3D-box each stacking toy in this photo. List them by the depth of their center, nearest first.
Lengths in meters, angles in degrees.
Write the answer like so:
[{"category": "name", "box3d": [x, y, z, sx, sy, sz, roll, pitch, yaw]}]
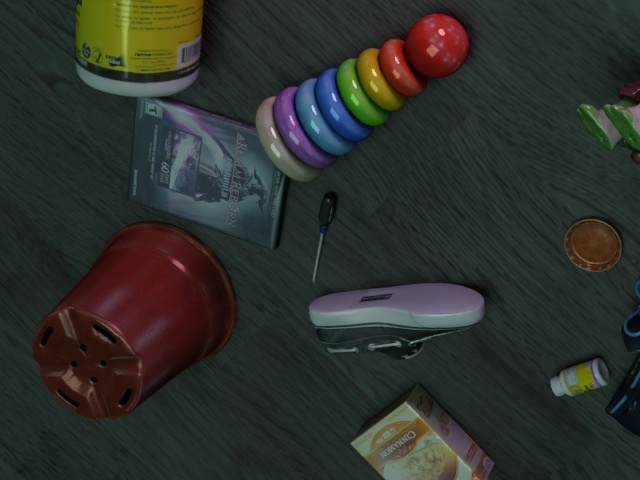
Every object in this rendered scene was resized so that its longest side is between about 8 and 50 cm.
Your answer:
[{"category": "stacking toy", "box3d": [0.068, -0.215, 1.856, 0.330, 0.141, 0.141, -30, 99, 29]}]

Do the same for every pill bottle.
[{"category": "pill bottle", "box3d": [-0.262, -0.393, 1.883, 0.188, 0.188, 0.334, 16, 119, 17]}, {"category": "pill bottle", "box3d": [0.392, 0.210, 1.959, 0.083, 0.043, 0.043, -25, 102, 32]}]

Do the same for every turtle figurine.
[{"category": "turtle figurine", "box3d": [0.436, -0.250, 1.610, 0.198, 0.266, 0.274, 43, 170, 45]}]

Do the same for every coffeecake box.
[{"category": "coffeecake box", "box3d": [0.167, 0.348, 2.116, 0.185, 0.068, 0.142, 46, 123, -2]}]

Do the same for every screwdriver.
[{"category": "screwdriver", "box3d": [0.000, 0.000, 2.051, 0.024, 0.025, 0.170, 21, 120, 15]}]

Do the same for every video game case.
[{"category": "video game case", "box3d": [-0.181, -0.112, 2.080, 0.274, 0.026, 0.196, 19, 121, 16]}]

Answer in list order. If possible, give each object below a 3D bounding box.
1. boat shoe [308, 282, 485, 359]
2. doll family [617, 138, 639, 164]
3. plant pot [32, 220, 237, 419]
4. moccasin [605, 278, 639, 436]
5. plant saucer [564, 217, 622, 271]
[{"category": "boat shoe", "box3d": [0.123, 0.135, 2.011, 0.301, 0.108, 0.102, -6, 111, 30]}, {"category": "doll family", "box3d": [0.495, -0.118, 1.717, 0.193, 0.076, 0.111, 27, 166, 22]}, {"category": "plant pot", "box3d": [-0.316, 0.143, 2.122, 0.272, 0.265, 0.272, 10, 117, 20]}, {"category": "moccasin", "box3d": [0.478, 0.146, 1.835, 0.117, 0.138, 0.342, 20, 120, 20]}, {"category": "plant saucer", "box3d": [0.396, 0.006, 1.876, 0.083, 0.013, 0.083, 10, 117, 21]}]
